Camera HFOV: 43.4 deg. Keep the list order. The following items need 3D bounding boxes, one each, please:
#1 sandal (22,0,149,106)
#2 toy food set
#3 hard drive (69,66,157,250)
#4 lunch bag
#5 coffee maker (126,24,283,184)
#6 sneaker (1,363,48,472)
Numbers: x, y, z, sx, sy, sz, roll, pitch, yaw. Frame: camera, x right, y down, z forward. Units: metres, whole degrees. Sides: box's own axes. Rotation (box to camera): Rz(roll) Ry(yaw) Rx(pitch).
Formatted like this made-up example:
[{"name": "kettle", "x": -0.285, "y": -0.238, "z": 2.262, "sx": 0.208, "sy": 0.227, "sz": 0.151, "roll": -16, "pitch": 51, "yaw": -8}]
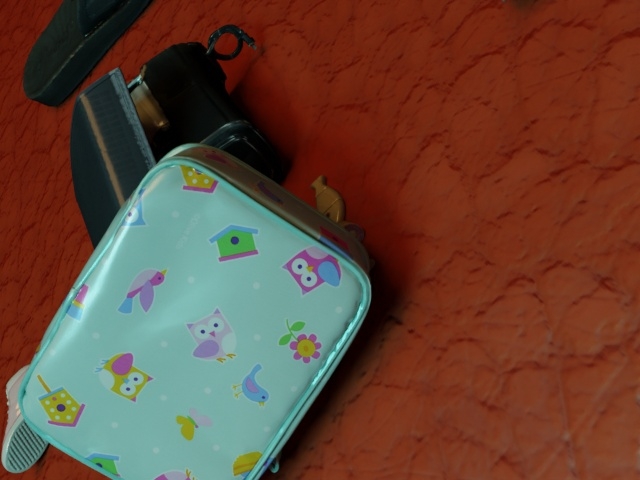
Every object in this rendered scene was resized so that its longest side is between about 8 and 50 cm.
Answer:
[{"name": "sandal", "x": -0.317, "y": -0.375, "z": 1.143, "sx": 0.446, "sy": 0.107, "sz": 0.167, "roll": -46, "pitch": 47, "yaw": 22}, {"name": "toy food set", "x": 0.000, "y": 0.000, "z": 0.736, "sx": 0.078, "sy": 0.019, "sz": 0.122, "roll": -50, "pitch": 45, "yaw": 18}, {"name": "hard drive", "x": -0.206, "y": -0.039, "z": 0.814, "sx": 0.172, "sy": 0.054, "sz": 0.255, "roll": 67, "pitch": 157, "yaw": 14}, {"name": "lunch bag", "x": -0.097, "y": 0.081, "z": 0.664, "sx": 0.279, "sy": 0.224, "sz": 0.108, "roll": -56, "pitch": 11, "yaw": 14}, {"name": "coffee maker", "x": -0.117, "y": -0.124, "z": 0.829, "sx": 0.171, "sy": 0.120, "sz": 0.178, "roll": -54, "pitch": 46, "yaw": 17}, {"name": "sneaker", "x": -0.363, "y": 0.214, "z": 0.989, "sx": 0.070, "sy": 0.051, "sz": 0.134, "roll": 0, "pitch": 71, "yaw": 47}]
